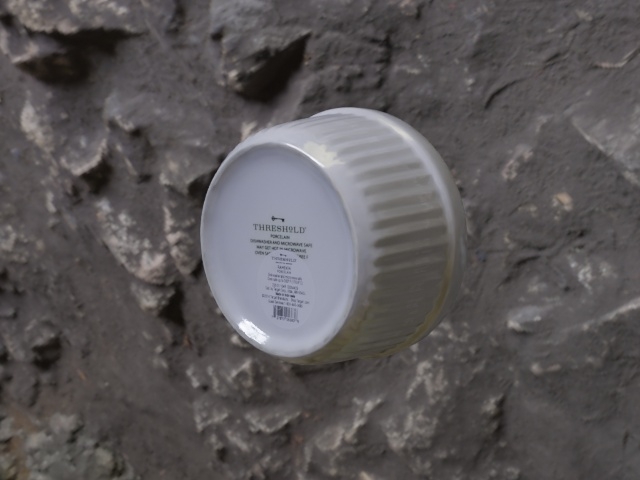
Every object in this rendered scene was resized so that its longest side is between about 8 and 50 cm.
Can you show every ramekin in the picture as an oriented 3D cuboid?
[{"bbox_3d":[0.000,0.000,0.690,0.207,0.109,0.207,8,103,39],"label":"ramekin"}]
